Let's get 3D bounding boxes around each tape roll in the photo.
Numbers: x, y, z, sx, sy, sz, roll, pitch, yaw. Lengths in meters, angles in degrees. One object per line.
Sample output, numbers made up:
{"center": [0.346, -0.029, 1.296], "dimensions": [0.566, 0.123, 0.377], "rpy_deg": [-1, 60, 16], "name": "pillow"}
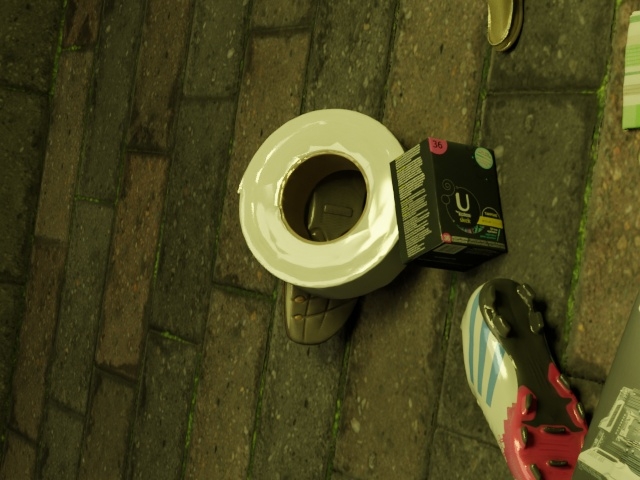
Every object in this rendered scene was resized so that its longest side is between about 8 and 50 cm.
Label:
{"center": [0.020, -0.056, 1.992], "dimensions": [0.286, 0.100, 0.286], "rpy_deg": [-5, 76, 20], "name": "tape roll"}

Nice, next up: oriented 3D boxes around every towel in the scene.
{"center": [0.426, -0.216, 1.612], "dimensions": [0.113, 0.023, 0.152], "rpy_deg": [2, 88, 59], "name": "towel"}

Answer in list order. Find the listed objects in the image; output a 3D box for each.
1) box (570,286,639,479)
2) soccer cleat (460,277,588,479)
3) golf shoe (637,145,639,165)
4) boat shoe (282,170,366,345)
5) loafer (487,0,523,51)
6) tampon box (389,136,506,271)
{"center": [0.430, 0.199, 1.463], "dimensions": [0.242, 0.076, 0.307], "rpy_deg": [37, 114, 54], "name": "box"}
{"center": [0.265, 0.211, 1.704], "dimensions": [0.143, 0.116, 0.331], "rpy_deg": [117, 148, -54], "name": "soccer cleat"}
{"center": [0.447, -0.116, 1.511], "dimensions": [0.186, 0.067, 0.086], "rpy_deg": [-37, 55, 47], "name": "golf shoe"}
{"center": [0.000, 0.000, 2.139], "dimensions": [0.130, 0.132, 0.355], "rpy_deg": [169, 114, -66], "name": "boat shoe"}
{"center": [0.261, -0.347, 1.858], "dimensions": [0.056, 0.050, 0.148], "rpy_deg": [9, 91, 57], "name": "loafer"}
{"center": [0.182, -0.050, 1.852], "dimensions": [0.101, 0.120, 0.161], "rpy_deg": [-31, 59, 51], "name": "tampon box"}
